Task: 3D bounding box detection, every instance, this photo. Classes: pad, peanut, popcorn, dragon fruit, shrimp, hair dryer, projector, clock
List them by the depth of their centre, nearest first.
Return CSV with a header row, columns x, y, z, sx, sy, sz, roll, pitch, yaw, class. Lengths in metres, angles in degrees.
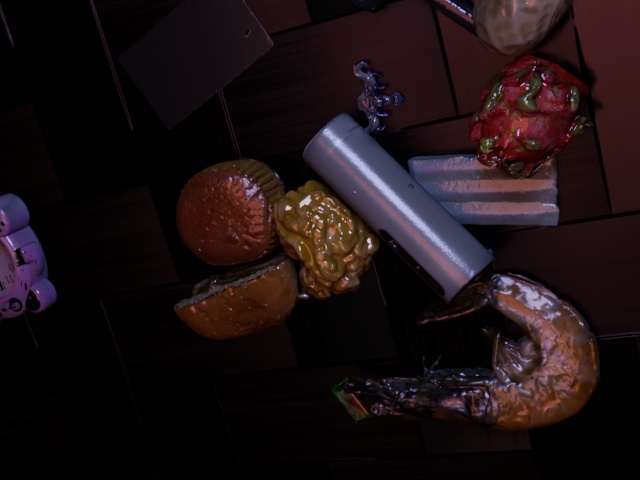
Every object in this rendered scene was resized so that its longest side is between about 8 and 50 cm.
x,y,z,sx,sy,sz,roll,pitch,yaw,class
0.300,-0.403,1.215,0.136,0.120,0.299,11,109,4,peanut
0.301,-0.173,1.272,0.166,0.160,0.172,37,99,34,dragon fruit
0.164,-0.359,1.323,0.255,0.070,0.128,37,118,1,hair dryer
0.122,-0.053,1.380,0.337,0.108,0.108,46,118,10,projector
0.017,-0.007,1.443,0.163,0.140,0.194,-20,78,-12,popcorn
0.239,0.200,1.478,0.444,0.085,0.272,-10,99,22,shrimp
-0.219,-0.327,1.515,0.265,0.009,0.160,-33,93,26,pad
-0.658,0.042,1.773,0.227,0.090,0.248,-15,104,26,clock

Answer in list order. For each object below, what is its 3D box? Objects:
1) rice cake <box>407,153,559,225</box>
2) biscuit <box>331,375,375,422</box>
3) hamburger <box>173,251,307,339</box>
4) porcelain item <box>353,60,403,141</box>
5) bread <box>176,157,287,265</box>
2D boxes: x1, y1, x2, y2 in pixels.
x,y,z,sx,sy,sz,roll,pitch,yaw,class
0.258,-0.082,1.390,0.237,0.043,0.127,-1,107,22,rice cake
0.058,0.299,1.617,0.046,0.016,0.089,-36,92,28,biscuit
-0.136,0.108,1.567,0.262,0.124,0.131,-19,101,27,hamburger
0.098,-0.225,1.416,0.075,0.021,0.136,-3,107,18,porcelain item
-0.156,-0.046,1.533,0.199,0.104,0.199,7,108,20,bread
